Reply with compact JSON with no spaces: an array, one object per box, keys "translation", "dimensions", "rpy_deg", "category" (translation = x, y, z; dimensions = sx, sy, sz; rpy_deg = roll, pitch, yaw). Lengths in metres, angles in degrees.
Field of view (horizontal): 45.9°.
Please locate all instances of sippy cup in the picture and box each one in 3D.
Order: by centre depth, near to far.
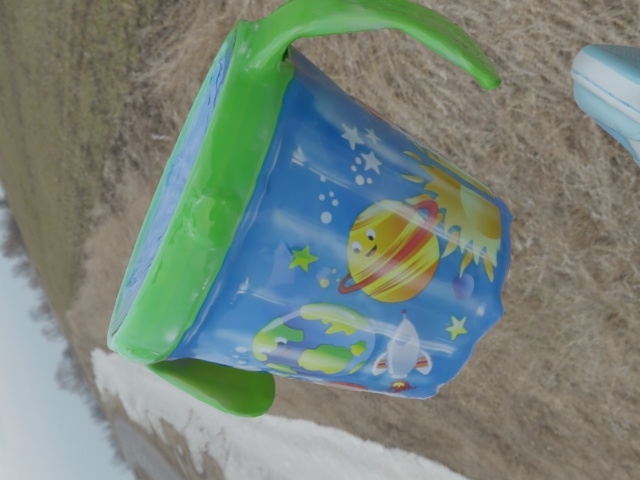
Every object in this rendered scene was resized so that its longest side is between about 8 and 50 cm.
[{"translation":[0.000,0.000,0.527],"dimensions":[0.305,0.224,0.240],"rpy_deg":[-32,39,65],"category":"sippy cup"}]

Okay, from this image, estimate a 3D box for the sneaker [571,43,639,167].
[{"translation":[0.259,0.011,0.505],"dimensions":[0.319,0.127,0.208],"rpy_deg":[51,137,42],"category":"sneaker"}]
